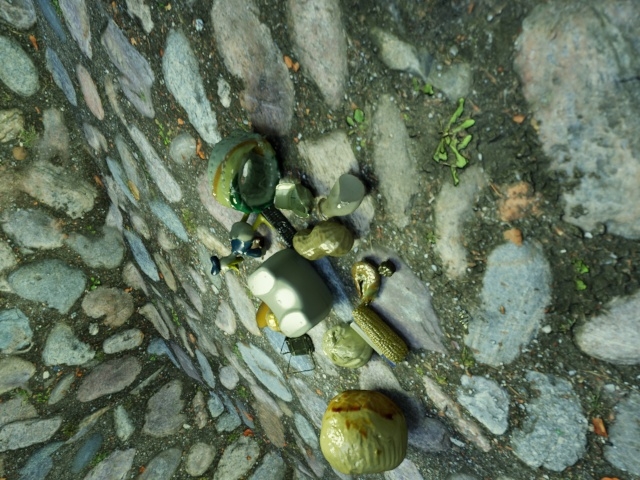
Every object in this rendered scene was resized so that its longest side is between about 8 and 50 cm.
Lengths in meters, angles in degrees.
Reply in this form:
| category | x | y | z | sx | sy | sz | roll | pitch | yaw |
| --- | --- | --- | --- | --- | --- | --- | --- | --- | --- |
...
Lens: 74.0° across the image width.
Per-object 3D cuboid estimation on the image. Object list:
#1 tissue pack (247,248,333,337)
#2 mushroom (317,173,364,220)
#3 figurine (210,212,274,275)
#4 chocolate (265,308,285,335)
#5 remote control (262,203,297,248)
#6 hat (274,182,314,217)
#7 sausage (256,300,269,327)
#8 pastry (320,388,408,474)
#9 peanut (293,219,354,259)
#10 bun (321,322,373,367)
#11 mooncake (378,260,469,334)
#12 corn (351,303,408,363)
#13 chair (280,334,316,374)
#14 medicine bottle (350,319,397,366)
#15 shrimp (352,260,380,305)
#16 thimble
| category | x | y | z | sx | sy | sz | roll | pitch | yaw |
| --- | --- | --- | --- | --- | --- | --- | --- | --- | --- |
| tissue pack | -0.107 | 0.200 | 1.729 | 0.333 | 0.236 | 0.229 | 51 | 134 | 1 |
| mushroom | 0.066 | -0.127 | 1.397 | 0.116 | 0.093 | 0.225 | 70 | 155 | 15 |
| figurine | -0.347 | 0.019 | 1.820 | 0.204 | 0.338 | 0.283 | 44 | 177 | 22 |
| chocolate | -0.155 | 0.360 | 1.921 | 0.134 | 0.134 | 0.309 | 36 | 170 | 21 |
| remote control | -0.170 | -0.077 | 1.711 | 0.245 | 0.063 | 0.025 | 53 | -177 | 2 |
| hat | -0.092 | -0.141 | 1.523 | 0.165 | 0.081 | 0.123 | 4 | 89 | 24 |
| sausage | -0.263 | 0.360 | 2.118 | 0.112 | 0.112 | 0.328 | 46 | 143 | 8 |
| pastry | 0.180 | 0.794 | 1.798 | 0.388 | 0.388 | 0.313 | -21 | 71 | 52 |
| peanut | 0.000 | 0.000 | 1.539 | 0.298 | 0.120 | 0.136 | -12 | 86 | 51 |
| bun | 0.100 | 0.450 | 1.776 | 0.229 | 0.145 | 0.230 | 25 | 131 | 31 |
| mooncake | 0.339 | 0.175 | 1.381 | 0.346 | 0.057 | 0.150 | 25 | 148 | 40 |
| corn | 0.224 | 0.350 | 1.606 | 0.260 | 0.091 | 0.091 | 45 | 140 | 13 |
| chair | -0.108 | 0.518 | 2.087 | 0.145 | 0.221 | 0.140 | -12 | 117 | 4 |
| medicine bottle | 0.218 | 0.395 | 1.671 | 0.231 | 0.059 | 0.059 | 44 | 142 | 13 |
| shrimp | 0.162 | 0.157 | 1.549 | 0.115 | 0.051 | 0.217 | 34 | 141 | 32 |
| thimble | -0.268 | -0.244 | 1.515 | 0.167 | 0.254 | 0.289 | 21 | 120 | 31 |
